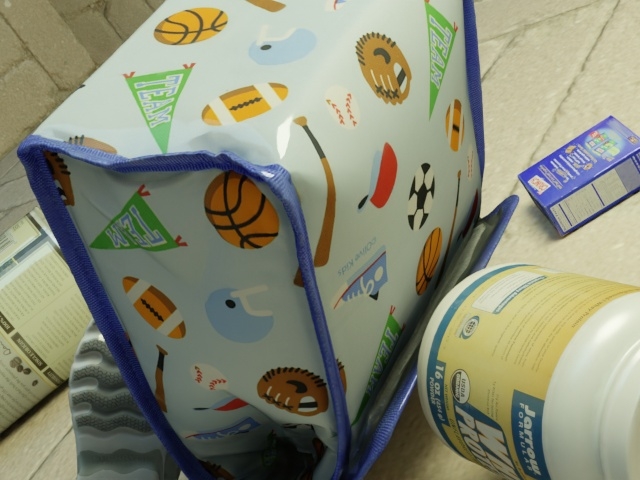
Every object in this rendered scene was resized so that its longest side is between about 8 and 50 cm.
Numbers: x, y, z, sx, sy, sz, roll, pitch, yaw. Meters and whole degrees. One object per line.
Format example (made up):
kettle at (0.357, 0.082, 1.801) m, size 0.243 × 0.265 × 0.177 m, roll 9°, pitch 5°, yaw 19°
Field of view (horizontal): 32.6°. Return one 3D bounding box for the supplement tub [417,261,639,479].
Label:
supplement tub at (0.168, 0.095, 0.686) m, size 0.144 × 0.144 × 0.200 m, roll -43°, pitch 23°, yaw -16°

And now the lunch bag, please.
lunch bag at (0.000, 0.000, 0.840) m, size 0.239 × 0.385 × 0.328 m, roll 10°, pitch 43°, yaw 25°

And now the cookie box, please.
cookie box at (0.248, -0.061, 1.019) m, size 0.107 × 0.040 × 0.092 m, roll -32°, pitch 23°, yaw 7°

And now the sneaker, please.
sneaker at (-0.162, 0.148, 0.950) m, size 0.115 × 0.105 × 0.281 m, roll -85°, pitch 9°, yaw -77°

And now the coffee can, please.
coffee can at (-0.404, 0.118, 1.381) m, size 0.275 × 0.201 × 0.201 m, roll -39°, pitch 23°, yaw -10°
